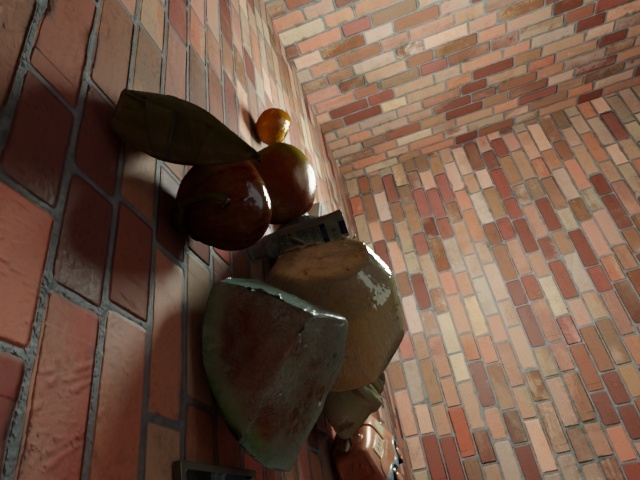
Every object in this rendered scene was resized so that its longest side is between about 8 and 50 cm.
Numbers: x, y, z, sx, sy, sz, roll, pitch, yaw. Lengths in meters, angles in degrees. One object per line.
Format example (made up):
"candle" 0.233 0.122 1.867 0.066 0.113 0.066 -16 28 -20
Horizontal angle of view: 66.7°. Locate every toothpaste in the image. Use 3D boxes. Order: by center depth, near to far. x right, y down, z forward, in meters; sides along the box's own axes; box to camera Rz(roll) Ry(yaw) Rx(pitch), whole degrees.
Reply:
"toothpaste" -0.058 -0.003 1.262 0.061 0.265 0.096 -76 148 -65

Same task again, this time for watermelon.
"watermelon" -0.070 0.200 0.904 0.228 0.258 0.388 63 10 -53

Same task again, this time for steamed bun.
"steamed bun" 0.088 0.380 1.456 0.310 0.219 0.324 61 10 -2

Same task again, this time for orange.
"orange" -0.169 -0.401 1.708 0.135 0.117 0.136 -159 -90 -84

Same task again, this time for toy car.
"toy car" 0.130 0.650 1.487 0.213 0.180 0.270 62 12 -4

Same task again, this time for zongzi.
"zongzi" -0.205 -0.184 0.870 0.228 0.255 0.115 -59 163 -81

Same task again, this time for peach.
"peach" -0.117 -0.157 1.374 0.231 0.230 0.231 -17 90 -79

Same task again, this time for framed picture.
"framed picture" -0.151 0.449 0.752 0.260 0.023 0.189 56 17 -56

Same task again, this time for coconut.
"coconut" 0.029 0.190 1.177 0.346 0.345 0.361 -85 165 -64

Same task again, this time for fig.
"fig" -0.192 -0.069 0.933 0.205 0.205 0.206 -17 90 -79

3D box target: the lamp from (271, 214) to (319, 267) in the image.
"lamp" -0.038 0.034 1.426 0.265 0.232 0.233 -89 159 -51

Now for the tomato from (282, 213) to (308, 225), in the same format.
"tomato" -0.086 -0.057 1.697 0.174 0.082 0.166 -87 153 -51

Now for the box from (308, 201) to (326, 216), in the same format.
"box" 0.000 0.000 1.987 0.203 0.106 0.252 -86 157 -60
